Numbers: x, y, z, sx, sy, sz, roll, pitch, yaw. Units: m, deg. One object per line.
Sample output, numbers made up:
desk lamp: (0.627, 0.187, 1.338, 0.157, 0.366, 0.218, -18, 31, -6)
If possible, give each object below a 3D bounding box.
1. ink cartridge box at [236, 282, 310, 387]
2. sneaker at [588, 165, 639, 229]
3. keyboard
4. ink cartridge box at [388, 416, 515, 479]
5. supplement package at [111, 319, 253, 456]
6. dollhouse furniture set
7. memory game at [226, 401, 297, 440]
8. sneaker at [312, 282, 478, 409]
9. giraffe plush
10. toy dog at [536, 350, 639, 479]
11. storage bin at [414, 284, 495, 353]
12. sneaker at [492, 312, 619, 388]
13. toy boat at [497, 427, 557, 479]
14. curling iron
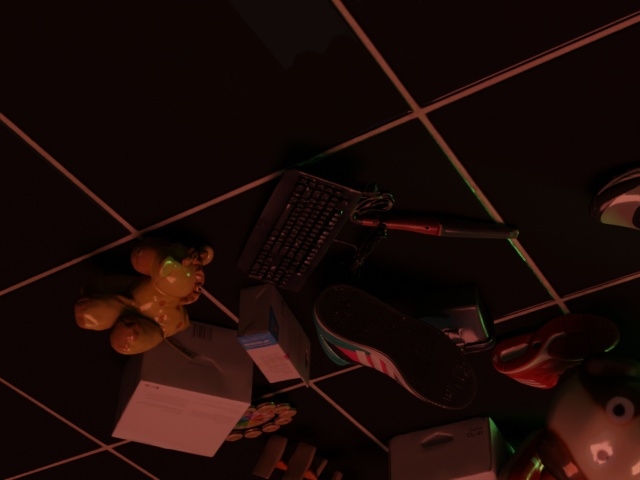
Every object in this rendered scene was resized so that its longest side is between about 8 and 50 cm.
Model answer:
ink cartridge box: (-0.076, 0.167, 1.742, 0.061, 0.104, 0.181, -12, 138, 16)
sneaker: (0.523, -0.042, 1.475, 0.271, 0.108, 0.100, 2, 142, 2)
keyboard: (0.000, 0.000, 1.563, 0.201, 0.033, 0.317, 13, 148, -13)
ink cartridge box: (0.299, 0.504, 2.113, 0.226, 0.131, 0.306, -18, 137, 22)
supplement package: (-0.242, 0.255, 1.816, 0.194, 0.149, 0.203, 16, 138, -17)
dollhouse furniture set: (0.012, 0.534, 2.078, 0.259, 0.135, 0.262, 9, 148, 37)
memory game: (-0.135, 0.351, 1.989, 0.186, 0.012, 0.186, -12, 153, -6)
sneaker: (0.106, 0.176, 1.680, 0.295, 0.124, 0.178, 35, 170, -4)
giraffe plush: (-0.256, 0.072, 1.610, 0.210, 0.181, 0.170, 24, 114, -10)
toy dog: (0.541, 0.330, 1.744, 0.285, 0.395, 0.408, -53, 138, 8)
storage bin: (0.214, 0.133, 1.710, 0.135, 0.098, 0.091, -10, 128, 13)
sneaker: (0.422, 0.195, 1.798, 0.221, 0.087, 0.128, -14, 151, 26)
toy boat: (0.448, 0.463, 1.977, 0.151, 0.231, 0.151, 4, 119, 38)
curling iron: (0.170, -0.030, 1.554, 0.274, 0.035, 0.068, 12, 139, -12)
